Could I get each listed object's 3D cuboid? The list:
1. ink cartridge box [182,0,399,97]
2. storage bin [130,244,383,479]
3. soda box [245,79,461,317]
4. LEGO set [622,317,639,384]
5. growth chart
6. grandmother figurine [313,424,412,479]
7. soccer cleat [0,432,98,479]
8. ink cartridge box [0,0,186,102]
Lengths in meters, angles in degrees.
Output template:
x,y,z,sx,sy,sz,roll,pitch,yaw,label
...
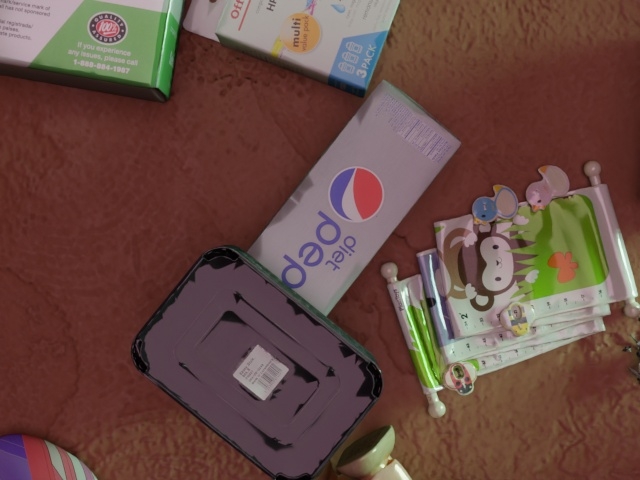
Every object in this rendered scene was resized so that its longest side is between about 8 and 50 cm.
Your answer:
x,y,z,sx,sy,sz,roll,pitch,yaw,label
-0.027,-0.210,1.120,0.181,0.061,0.104,20,90,0,ink cartridge box
-0.050,0.099,1.013,0.180,0.084,0.122,39,90,0,storage bin
0.000,0.000,1.102,0.091,0.098,0.286,38,90,-1,soda box
0.303,0.095,1.132,0.054,0.023,0.083,-13,106,-13,LEGO set
0.174,0.037,1.141,0.237,0.021,0.172,-24,91,-2,growth chart
0.110,0.335,1.108,0.208,0.104,0.342,-30,93,27,grandmother figurine
-0.211,0.272,1.103,0.083,0.095,0.248,-39,90,0,soccer cleat
-0.214,-0.284,1.090,0.211,0.121,0.289,10,90,0,ink cartridge box
